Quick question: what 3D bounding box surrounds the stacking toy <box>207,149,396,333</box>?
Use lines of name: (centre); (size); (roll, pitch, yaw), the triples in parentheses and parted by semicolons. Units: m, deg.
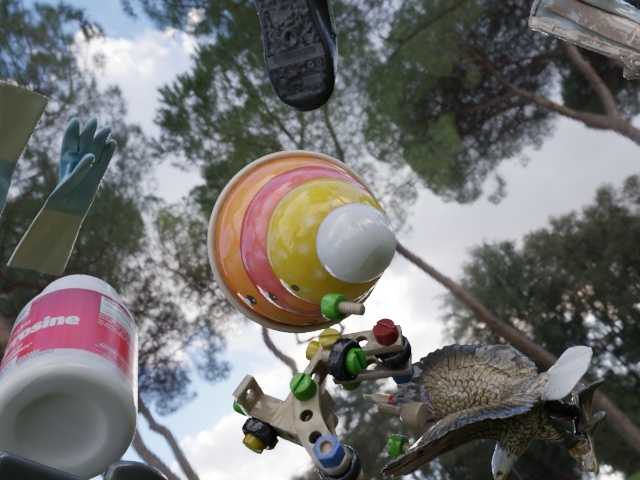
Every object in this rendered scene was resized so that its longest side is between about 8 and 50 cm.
stacking toy: (0.000, 0.000, 1.272); (0.350, 0.351, 0.480); (-30, 5, -11)

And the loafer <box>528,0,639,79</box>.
loafer: (0.179, -0.114, 0.442); (0.045, 0.125, 0.039); (-24, -34, -51)

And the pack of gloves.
pack of gloves: (-0.365, -0.065, 0.967); (0.195, 0.046, 0.232); (16, -77, -48)

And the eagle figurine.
eagle figurine: (0.247, 0.255, 1.106); (0.298, 0.225, 0.226); (10, -20, 9)

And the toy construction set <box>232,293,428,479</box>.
toy construction set: (0.014, 0.237, 1.158); (0.308, 0.237, 0.258); (30, -112, -51)

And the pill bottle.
pill bottle: (-0.440, 0.218, 1.355); (0.228, 0.408, 0.229); (-5, -68, -12)

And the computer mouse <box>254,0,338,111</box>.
computer mouse: (-0.002, -0.299, 0.921); (0.184, 0.262, 0.060); (-13, 8, 33)

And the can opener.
can opener: (-0.350, 0.343, 1.091); (0.074, 0.093, 0.280); (-11, -31, 44)
